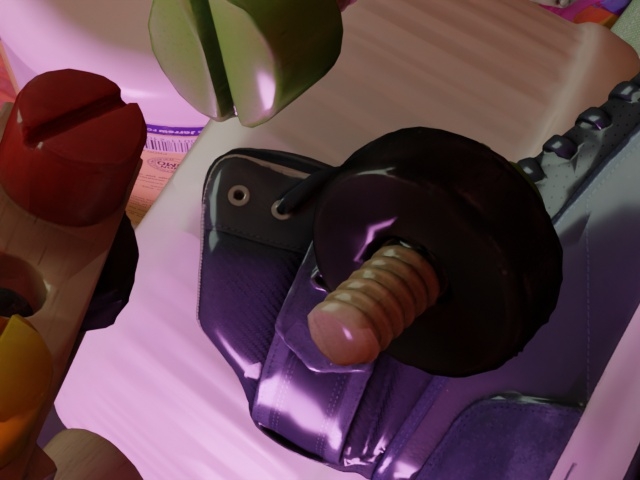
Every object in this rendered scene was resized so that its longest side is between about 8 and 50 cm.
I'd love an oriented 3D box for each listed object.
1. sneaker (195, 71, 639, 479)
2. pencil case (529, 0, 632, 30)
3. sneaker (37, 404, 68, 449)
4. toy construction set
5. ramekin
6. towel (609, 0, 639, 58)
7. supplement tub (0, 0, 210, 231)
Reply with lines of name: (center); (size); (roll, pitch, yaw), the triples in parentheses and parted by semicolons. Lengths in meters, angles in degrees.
sneaker: (0.057, -0.024, 0.586); (0.226, 0.163, 0.086); (-63, -17, 1)
pencil case: (0.076, -0.076, 0.994); (0.236, 0.104, 0.104); (-52, 17, 24)
sneaker: (-0.187, 0.151, 1.144); (0.104, 0.147, 0.296); (-43, -13, -40)
toy construction set: (-0.081, 0.117, 0.473); (0.309, 0.257, 0.237); (-20, 17, 49)
ramekin: (0.000, 0.000, 0.771); (0.273, 0.127, 0.273); (-56, 5, 7)
towel: (0.093, 0.001, 0.803); (0.248, 0.038, 0.325); (-53, 7, 25)
supplement tub: (-0.070, -0.135, 1.132); (0.241, 0.241, 0.331); (-61, -6, -14)
